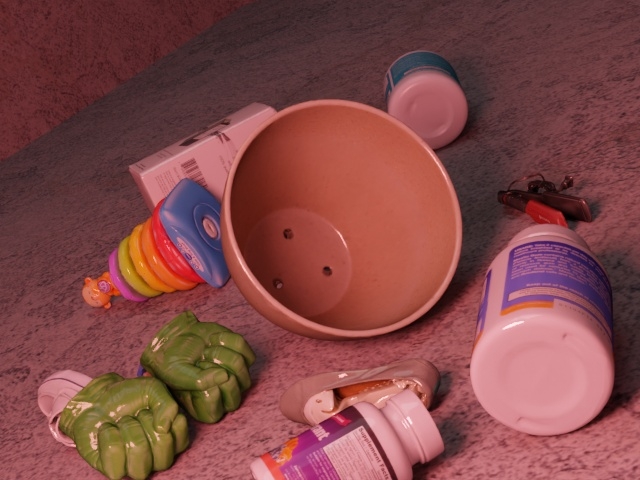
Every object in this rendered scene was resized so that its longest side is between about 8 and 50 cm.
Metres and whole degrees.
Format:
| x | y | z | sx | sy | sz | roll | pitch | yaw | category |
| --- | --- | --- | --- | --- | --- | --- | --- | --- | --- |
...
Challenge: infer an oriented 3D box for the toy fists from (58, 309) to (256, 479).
| x | y | z | sx | sy | sz | roll | pitch | yaw | category |
| --- | --- | --- | --- | --- | --- | --- | --- | --- | --- |
| -0.202 | 0.203 | 1.728 | 0.142 | 0.096 | 0.279 | 36 | 50 | 19 | toy fists |

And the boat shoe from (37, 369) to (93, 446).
| x | y | z | sx | sy | sz | roll | pitch | yaw | category |
| --- | --- | --- | --- | --- | --- | --- | --- | --- | --- |
| -0.342 | 0.245 | 1.846 | 0.084 | 0.095 | 0.258 | -33 | 20 | -34 | boat shoe |

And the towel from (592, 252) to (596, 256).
| x | y | z | sx | sy | sz | roll | pitch | yaw | category |
| --- | --- | --- | --- | --- | --- | --- | --- | --- | --- |
| 0.332 | 0.044 | 1.713 | 0.060 | 0.009 | 0.083 | -19 | 20 | 17 | towel |

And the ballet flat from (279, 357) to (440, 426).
| x | y | z | sx | sy | sz | roll | pitch | yaw | category |
| --- | --- | --- | --- | --- | --- | --- | --- | --- | --- |
| 0.040 | 0.192 | 1.581 | 0.213 | 0.072 | 0.068 | -16 | 26 | 21 | ballet flat |

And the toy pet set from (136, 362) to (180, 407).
| x | y | z | sx | sy | sz | roll | pitch | yaw | category |
| --- | --- | --- | --- | --- | --- | --- | --- | --- | --- |
| -0.248 | 0.206 | 1.880 | 0.122 | 0.065 | 0.114 | -3 | 29 | 45 | toy pet set |

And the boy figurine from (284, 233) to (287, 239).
| x | y | z | sx | sy | sz | roll | pitch | yaw | category |
| --- | --- | --- | --- | --- | --- | --- | --- | --- | --- |
| 0.058 | -0.054 | 2.156 | 0.285 | 0.092 | 0.177 | -32 | 21 | -23 | boy figurine |

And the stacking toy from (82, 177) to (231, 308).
| x | y | z | sx | sy | sz | roll | pitch | yaw | category |
| --- | --- | --- | --- | --- | --- | --- | --- | --- | --- |
| -0.303 | 0.041 | 2.277 | 0.302 | 0.175 | 0.165 | -28 | 18 | 26 | stacking toy |

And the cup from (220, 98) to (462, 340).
| x | y | z | sx | sy | sz | roll | pitch | yaw | category |
| --- | --- | --- | --- | --- | --- | --- | --- | --- | --- |
| 0.000 | 0.000 | 1.830 | 0.331 | 0.331 | 0.237 | -34 | -4 | -25 | cup |

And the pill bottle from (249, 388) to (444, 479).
| x | y | z | sx | sy | sz | roll | pitch | yaw | category |
| --- | --- | --- | --- | --- | --- | --- | --- | --- | --- |
| 0.031 | 0.240 | 1.412 | 0.194 | 0.108 | 0.108 | -28 | 20 | -11 | pill bottle |

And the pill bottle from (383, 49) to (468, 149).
| x | y | z | sx | sy | sz | roll | pitch | yaw | category |
| --- | --- | --- | --- | --- | --- | --- | --- | --- | --- |
| 0.194 | -0.274 | 2.478 | 0.146 | 0.146 | 0.264 | -21 | 20 | 8 | pill bottle |

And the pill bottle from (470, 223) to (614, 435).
| x | y | z | sx | sy | sz | roll | pitch | yaw | category |
| --- | --- | --- | --- | --- | --- | --- | --- | --- | --- |
| 0.254 | 0.087 | 1.484 | 0.152 | 0.152 | 0.272 | -17 | 21 | 19 | pill bottle |

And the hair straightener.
| x | y | z | sx | sy | sz | roll | pitch | yaw | category |
| --- | --- | --- | --- | --- | --- | --- | --- | --- | --- |
| 0.336 | -0.059 | 1.937 | 0.089 | 0.047 | 0.230 | -29 | 16 | -13 | hair straightener |

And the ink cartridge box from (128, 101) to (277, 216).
| x | y | z | sx | sy | sz | roll | pitch | yaw | category |
| --- | --- | --- | --- | --- | --- | --- | --- | --- | --- |
| -0.178 | -0.103 | 2.390 | 0.273 | 0.198 | 0.115 | -28 | 19 | -12 | ink cartridge box |
